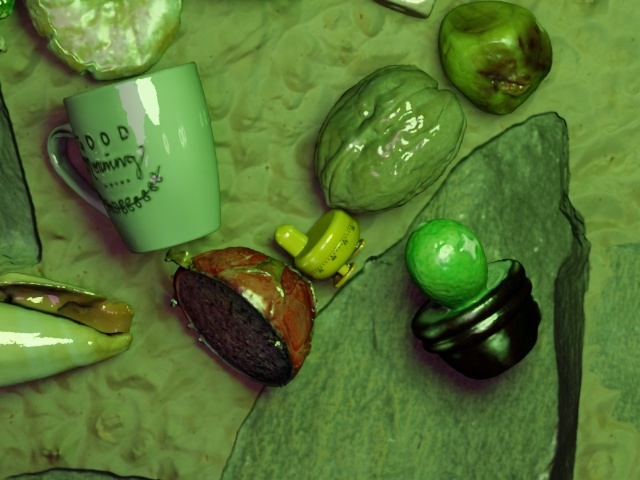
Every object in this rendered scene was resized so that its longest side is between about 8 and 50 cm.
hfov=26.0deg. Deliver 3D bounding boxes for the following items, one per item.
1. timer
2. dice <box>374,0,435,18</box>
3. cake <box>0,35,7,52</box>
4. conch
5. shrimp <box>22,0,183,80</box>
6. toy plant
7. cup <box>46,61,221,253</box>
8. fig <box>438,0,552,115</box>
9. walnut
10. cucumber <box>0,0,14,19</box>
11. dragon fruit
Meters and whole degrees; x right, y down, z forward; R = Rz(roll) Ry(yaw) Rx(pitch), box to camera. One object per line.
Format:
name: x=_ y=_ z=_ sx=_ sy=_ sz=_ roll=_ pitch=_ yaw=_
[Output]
timer: x=0.000 y=0.000 z=1.929 sx=0.109 sy=0.107 sz=0.107 roll=38 pitch=92 yaw=-14
dice: x=0.123 y=-0.364 z=1.923 sx=0.094 sy=0.093 sz=0.091 roll=21 pitch=92 yaw=1
cake: x=-0.614 y=-0.176 z=1.848 sx=0.293 sy=0.314 sz=0.306 roll=8 pitch=94 yaw=3
conch: x=-0.400 y=0.137 z=1.957 sx=0.255 sy=0.127 sz=0.158 roll=8 pitch=61 yaw=-20
shrimp: x=-0.347 y=-0.435 z=1.937 sx=0.221 sy=0.110 sz=0.445 roll=-28 pitch=94 yaw=-3
toy plant: x=0.191 y=0.066 z=1.878 sx=0.175 sy=0.218 sz=0.235 roll=-32 pitch=99 yaw=4
cup: x=-0.262 y=-0.105 z=1.920 sx=0.258 sy=0.186 sz=0.234 roll=-8 pitch=100 yaw=31
fig: x=0.232 y=-0.261 z=1.899 sx=0.144 sy=0.154 sz=0.166 roll=-46 pitch=68 yaw=-4
walnut: x=0.086 y=-0.133 z=1.899 sx=0.178 sy=0.178 sz=0.230 roll=42 pitch=96 yaw=0
cucumber: x=-0.483 y=-0.404 z=1.922 sx=0.074 sy=0.074 sz=0.241 roll=-31 pitch=74 yaw=2
dragon fruit: x=-0.083 y=0.076 z=1.909 sx=0.224 sy=0.218 sz=0.148 roll=31 pitch=60 yaw=23
